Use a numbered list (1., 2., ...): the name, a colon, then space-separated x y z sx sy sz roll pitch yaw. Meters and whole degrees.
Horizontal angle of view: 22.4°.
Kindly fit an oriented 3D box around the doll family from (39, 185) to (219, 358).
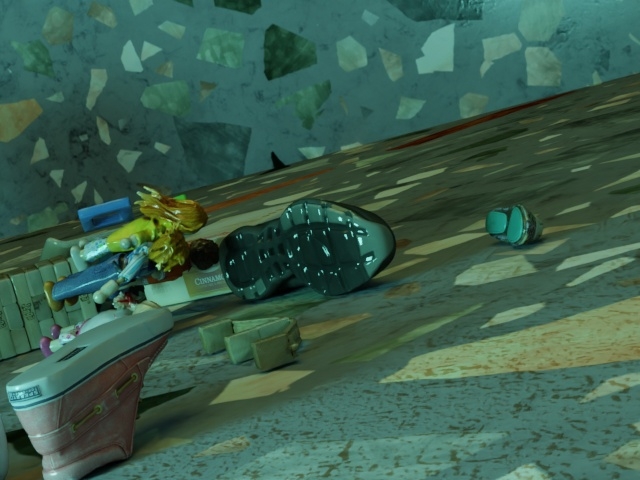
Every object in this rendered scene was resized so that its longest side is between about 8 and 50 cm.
1. doll family: -0.199 0.022 1.705 0.163 0.118 0.263 -18 17 22

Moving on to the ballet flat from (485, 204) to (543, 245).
1. ballet flat: 0.197 -0.015 1.587 0.041 0.041 0.114 -17 8 -10

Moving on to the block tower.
1. block tower: -0.425 0.105 1.842 0.335 0.091 0.097 -17 7 -12

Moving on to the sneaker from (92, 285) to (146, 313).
1. sneaker: -0.243 0.060 2.001 0.098 0.038 0.069 -13 8 21

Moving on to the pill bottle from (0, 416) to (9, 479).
1. pill bottle: -0.321 0.152 1.131 0.180 0.108 0.108 -20 8 -29

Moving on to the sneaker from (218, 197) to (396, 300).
1. sneaker: 0.000 0.000 1.657 0.106 0.101 0.267 -18 7 -35

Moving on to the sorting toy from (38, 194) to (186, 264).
1. sorting toy: -0.254 0.027 2.035 0.196 0.047 0.347 -11 -16 -20

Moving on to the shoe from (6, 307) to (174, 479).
1. shoe: -0.156 0.111 1.176 0.063 0.081 0.178 -12 11 29

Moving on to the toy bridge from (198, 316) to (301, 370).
1. toy bridge: -0.050 0.085 1.392 0.063 0.026 0.188 -17 7 -18

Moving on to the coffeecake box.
1. coffeecake box: -0.105 0.014 1.919 0.142 0.068 0.185 -12 8 33
